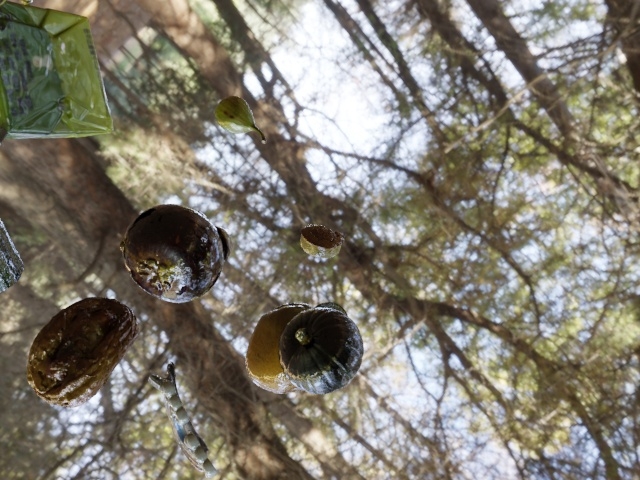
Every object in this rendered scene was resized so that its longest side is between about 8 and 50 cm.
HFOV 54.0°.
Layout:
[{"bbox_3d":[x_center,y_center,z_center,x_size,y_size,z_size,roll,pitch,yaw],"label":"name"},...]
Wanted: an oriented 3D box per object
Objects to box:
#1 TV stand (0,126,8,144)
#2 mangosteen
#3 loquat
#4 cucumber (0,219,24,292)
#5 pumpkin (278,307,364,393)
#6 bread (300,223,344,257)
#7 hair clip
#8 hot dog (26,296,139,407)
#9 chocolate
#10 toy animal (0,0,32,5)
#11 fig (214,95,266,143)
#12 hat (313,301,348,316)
[{"bbox_3d":[-0.741,-0.196,1.370,0.249,0.042,0.036,-13,-135,44],"label":"TV stand"},{"bbox_3d":[-0.265,0.012,1.200,0.192,0.192,0.217,-33,-167,28],"label":"mangosteen"},{"bbox_3d":[-0.106,0.341,1.988,0.276,0.275,0.284,-12,-101,53],"label":"loquat"},{"bbox_3d":[-0.756,0.001,1.423,0.063,0.244,0.115,11,-138,30],"label":"cucumber"},{"bbox_3d":[-0.006,0.297,1.744,0.249,0.216,0.250,-21,-133,24],"label":"pumpkin"},{"bbox_3d":[-0.001,0.006,2.210,0.125,0.156,0.086,-59,166,-55],"label":"bread"},{"bbox_3d":[-0.244,0.327,1.135,0.054,0.220,0.140,-22,163,-29],"label":"hair clip"},{"bbox_3d":[-0.445,0.204,1.190,0.227,0.160,0.099,-60,171,-29],"label":"hot dog"},{"bbox_3d":[-0.659,-0.380,1.456,0.136,0.301,0.288,-9,-176,31],"label":"chocolate"},{"bbox_3d":[-0.497,-0.425,1.004,0.219,0.095,0.155,-25,-148,-20],"label":"toy animal"},{"bbox_3d":[-0.196,-0.283,1.566,0.093,0.166,0.093,-35,172,-6],"label":"fig"},{"bbox_3d":[0.028,0.290,2.174,0.146,0.146,0.067,-51,166,-14],"label":"hat"}]
